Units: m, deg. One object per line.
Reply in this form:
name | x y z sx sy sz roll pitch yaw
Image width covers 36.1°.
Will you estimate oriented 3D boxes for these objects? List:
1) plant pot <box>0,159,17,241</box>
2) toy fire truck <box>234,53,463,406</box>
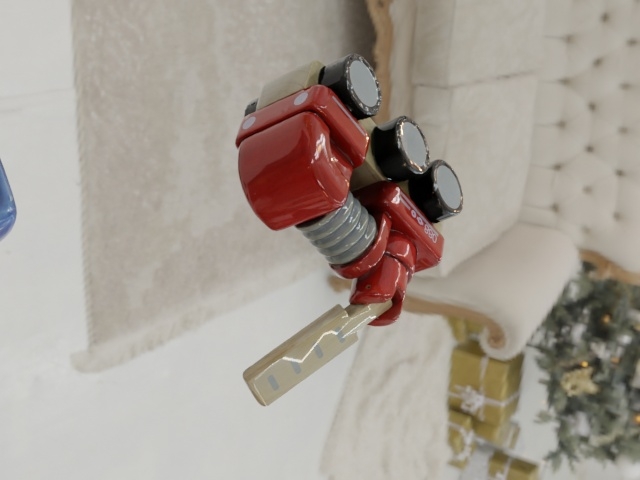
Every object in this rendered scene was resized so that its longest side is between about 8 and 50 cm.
plant pot | -0.310 -0.083 0.535 0.236 0.236 0.212 -26 138 -11
toy fire truck | 0.000 0.000 0.858 0.217 0.158 0.246 46 40 -33
